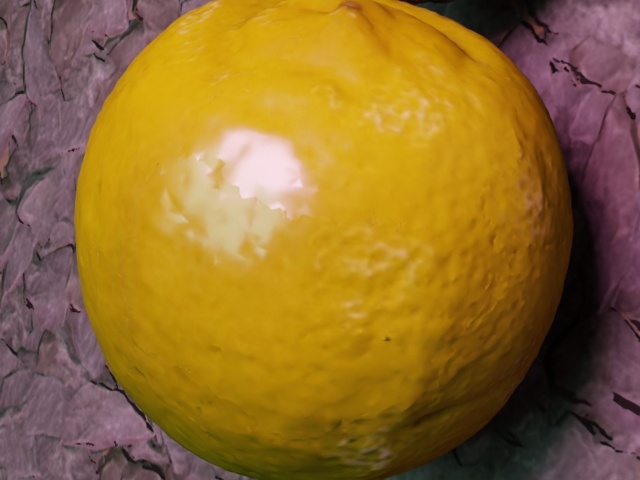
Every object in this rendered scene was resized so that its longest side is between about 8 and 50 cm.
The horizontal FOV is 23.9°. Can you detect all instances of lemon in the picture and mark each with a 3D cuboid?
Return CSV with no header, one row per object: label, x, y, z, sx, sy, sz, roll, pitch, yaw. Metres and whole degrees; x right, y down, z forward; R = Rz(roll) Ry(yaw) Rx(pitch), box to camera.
lemon,0.000,0.000,0.991,0.348,0.348,0.348,-10,75,43

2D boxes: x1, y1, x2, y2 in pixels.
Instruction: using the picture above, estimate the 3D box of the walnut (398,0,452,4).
walnut,0.065,-0.322,1.030,0.252,0.277,0.313,-20,66,19
